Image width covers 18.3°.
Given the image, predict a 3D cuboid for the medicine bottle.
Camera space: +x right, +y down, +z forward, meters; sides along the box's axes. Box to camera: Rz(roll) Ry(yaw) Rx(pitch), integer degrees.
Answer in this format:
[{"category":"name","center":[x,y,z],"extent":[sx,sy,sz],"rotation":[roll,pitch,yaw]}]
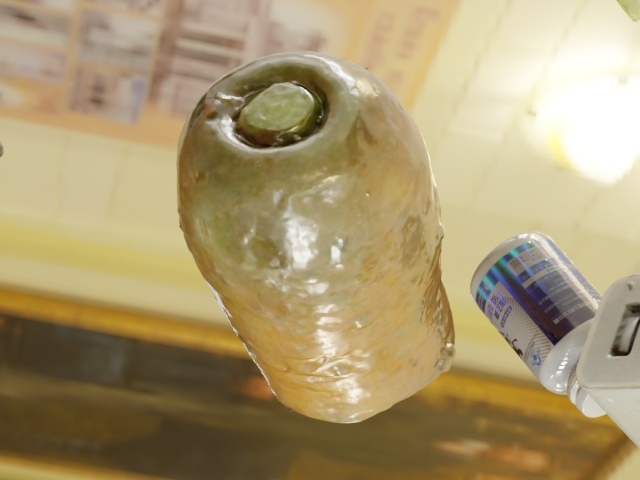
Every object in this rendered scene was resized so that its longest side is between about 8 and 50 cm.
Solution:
[{"category":"medicine bottle","center":[0.247,0.088,2.056],"extent":[0.191,0.107,0.107],"rotation":[52,-37,33]}]

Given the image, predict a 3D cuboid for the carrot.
[{"category":"carrot","center":[0.000,0.000,1.725],"extent":[0.340,0.224,0.224],"rotation":[74,16,-47]}]

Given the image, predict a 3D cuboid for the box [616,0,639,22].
[{"category":"box","center":[0.219,-0.332,1.428],"extent":[0.173,0.043,0.311],"rotation":[41,49,-48]}]

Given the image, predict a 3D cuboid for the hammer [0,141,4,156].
[{"category":"hammer","center":[-0.364,-0.191,1.984],"extent":[0.246,0.029,0.103],"rotation":[65,18,11]}]

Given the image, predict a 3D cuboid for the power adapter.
[{"category":"power adapter","center":[0.346,0.138,1.825],"extent":[0.125,0.205,0.130],"rotation":[-6,-131,43]}]
